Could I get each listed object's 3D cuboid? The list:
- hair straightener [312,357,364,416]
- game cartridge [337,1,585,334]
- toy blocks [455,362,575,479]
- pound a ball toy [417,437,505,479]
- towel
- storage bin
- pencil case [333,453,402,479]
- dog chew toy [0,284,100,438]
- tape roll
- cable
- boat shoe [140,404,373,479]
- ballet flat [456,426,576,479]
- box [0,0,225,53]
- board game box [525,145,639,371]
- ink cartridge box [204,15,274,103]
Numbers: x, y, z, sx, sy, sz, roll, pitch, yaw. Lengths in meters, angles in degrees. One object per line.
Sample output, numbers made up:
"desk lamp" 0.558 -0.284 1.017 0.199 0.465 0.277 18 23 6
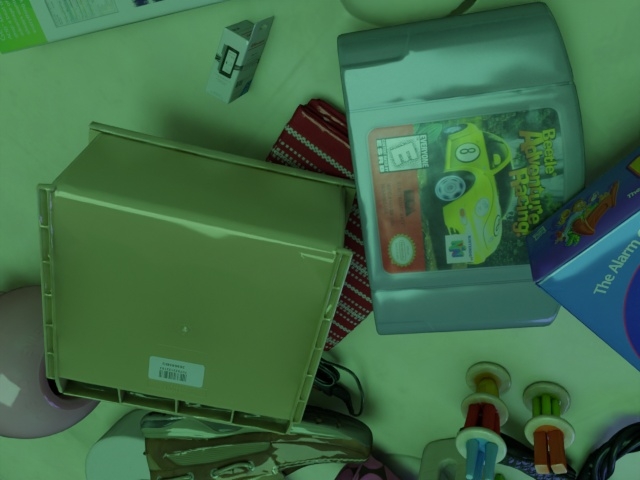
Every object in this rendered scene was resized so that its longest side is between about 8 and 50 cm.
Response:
"hair straightener" -0.038 0.153 0.702 0.230 0.047 0.089 35 148 -2
"game cartridge" 0.130 -0.047 0.501 0.195 0.060 0.295 -7 113 8
"toy blocks" 0.210 0.211 0.595 0.123 0.148 0.054 17 125 11
"pound a ball toy" 0.167 0.424 0.635 0.135 0.319 0.208 -21 111 30
"towel" 0.000 0.000 0.621 0.198 0.031 0.275 35 127 -4
"storage bin" -0.121 0.052 0.555 0.262 0.123 0.261 12 122 -5
"pencil case" 0.105 0.396 0.770 0.209 0.098 0.095 40 138 1
"dog chew toy" -0.456 0.163 0.801 0.331 0.207 0.207 1 120 31
"tape roll" -0.221 0.456 0.929 0.391 0.072 0.393 12 120 22
"cable" 0.382 0.277 0.631 0.150 0.047 0.185 15 123 12
"boat shoe" -0.087 0.284 0.741 0.324 0.123 0.117 -4 80 18
"ballet flat" 0.231 0.265 0.654 0.173 0.057 0.049 27 96 -16
"box" -0.211 -0.315 0.496 0.321 0.058 0.233 -3 118 21
"board game box" 0.361 -0.021 0.381 0.233 0.078 0.347 39 121 -9
"ink cartridge box" -0.077 -0.179 0.530 0.028 0.048 0.083 30 124 1
